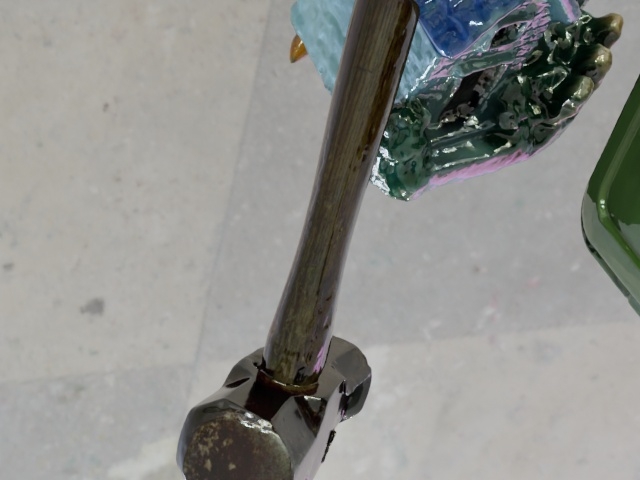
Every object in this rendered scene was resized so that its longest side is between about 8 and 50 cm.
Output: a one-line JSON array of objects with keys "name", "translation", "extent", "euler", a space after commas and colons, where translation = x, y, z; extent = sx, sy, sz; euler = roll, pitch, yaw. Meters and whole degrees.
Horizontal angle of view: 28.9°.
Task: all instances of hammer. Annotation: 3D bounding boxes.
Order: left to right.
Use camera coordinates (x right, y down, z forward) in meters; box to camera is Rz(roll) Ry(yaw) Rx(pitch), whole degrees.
[{"name": "hammer", "translation": [0.000, 0.000, 0.958], "extent": [0.095, 0.242, 0.408], "euler": [17, 105, 13]}]

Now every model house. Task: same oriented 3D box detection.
[{"name": "model house", "translation": [0.166, -0.248, 1.062], "extent": [0.295, 0.251, 0.329], "euler": [-16, 154, -30]}]

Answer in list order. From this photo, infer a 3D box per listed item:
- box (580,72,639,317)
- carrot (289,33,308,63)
[{"name": "box", "translation": [0.350, -0.018, 0.879], "extent": [0.178, 0.328, 0.252], "euler": [11, 119, -22]}, {"name": "carrot", "translation": [0.012, -0.253, 1.297], "extent": [0.037, 0.190, 0.037], "euler": [18, 152, 10]}]
